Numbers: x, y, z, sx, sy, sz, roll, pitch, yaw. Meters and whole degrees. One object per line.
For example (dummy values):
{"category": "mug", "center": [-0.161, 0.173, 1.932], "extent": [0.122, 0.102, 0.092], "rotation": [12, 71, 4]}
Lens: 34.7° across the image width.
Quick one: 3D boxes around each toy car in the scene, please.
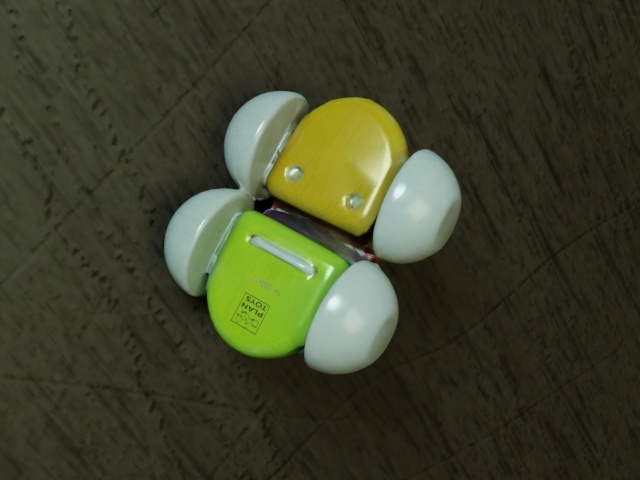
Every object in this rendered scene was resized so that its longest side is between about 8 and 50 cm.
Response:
{"category": "toy car", "center": [0.000, 0.000, 0.684], "extent": [0.182, 0.159, 0.136], "rotation": [-60, 160, -8]}
